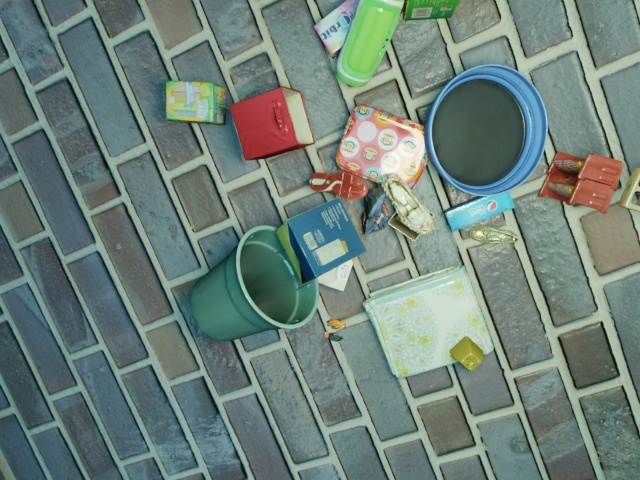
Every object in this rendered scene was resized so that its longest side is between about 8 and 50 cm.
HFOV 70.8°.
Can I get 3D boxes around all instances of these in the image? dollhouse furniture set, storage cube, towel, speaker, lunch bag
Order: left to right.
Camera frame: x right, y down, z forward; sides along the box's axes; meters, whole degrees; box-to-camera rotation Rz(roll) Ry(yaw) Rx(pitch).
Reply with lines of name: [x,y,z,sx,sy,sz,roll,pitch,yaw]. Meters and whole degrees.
storage cube: [-0.152,-0.375,1.471,0.193,0.215,0.184,-14,98,17]
speaker: [0.146,-0.624,1.360,0.131,0.131,0.297,29,134,3]
lunch bag: [0.204,-0.283,1.475,0.293,0.120,0.258,23,103,4]
towel: [0.371,0.287,1.571,0.374,0.090,0.321,-20,100,12]
dollhouse furniture set: [0.902,-0.147,1.361,0.373,0.201,0.152,15,102,-1]

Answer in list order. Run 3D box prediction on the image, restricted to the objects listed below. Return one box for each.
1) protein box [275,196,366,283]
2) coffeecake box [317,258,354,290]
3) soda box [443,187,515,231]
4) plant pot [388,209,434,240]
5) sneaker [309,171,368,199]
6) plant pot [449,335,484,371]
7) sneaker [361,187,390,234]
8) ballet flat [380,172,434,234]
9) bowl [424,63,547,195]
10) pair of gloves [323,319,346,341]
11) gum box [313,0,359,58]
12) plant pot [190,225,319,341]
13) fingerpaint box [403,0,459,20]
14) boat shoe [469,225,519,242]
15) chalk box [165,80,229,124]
protein box: [0.000,0.000,1.443,0.201,0.136,0.200,-26,88,-26]
coffeecake box: [0.019,0.079,1.595,0.185,0.068,0.143,18,101,5]
soda box: [0.519,-0.104,1.486,0.210,0.067,0.071,-22,96,12]
plant pot: [0.302,-0.077,1.509,0.109,0.096,0.109,35,103,2]
sneaker: [0.083,-0.184,1.496,0.221,0.128,0.087,20,102,34]
plant pot: [0.489,0.384,1.488,0.081,0.083,0.081,42,105,-3]
sneaker: [0.189,-0.101,1.490,0.087,0.221,0.083,-7,62,-7]
ballet flat: [0.271,-0.108,1.414,0.091,0.077,0.241,-40,95,14]
bowl: [0.505,-0.333,1.387,0.390,0.077,0.392,-2,98,-10]
pair of gloves: [0.053,0.333,1.664,0.074,0.010,0.083,12,102,6]
gum box: [0.079,-0.690,1.451,0.188,0.062,0.107,-33,93,13]
plant pot: [-0.238,0.173,1.503,0.334,0.341,0.341,-30,95,36]
fingerpaint box: [0.313,-0.847,1.192,0.163,0.445,0.372,0,99,8]
boat shoe: [0.578,-0.015,1.502,0.152,0.048,0.056,10,101,7]
chalk box: [-0.398,-0.465,1.529,0.212,0.132,0.132,5,101,7]
